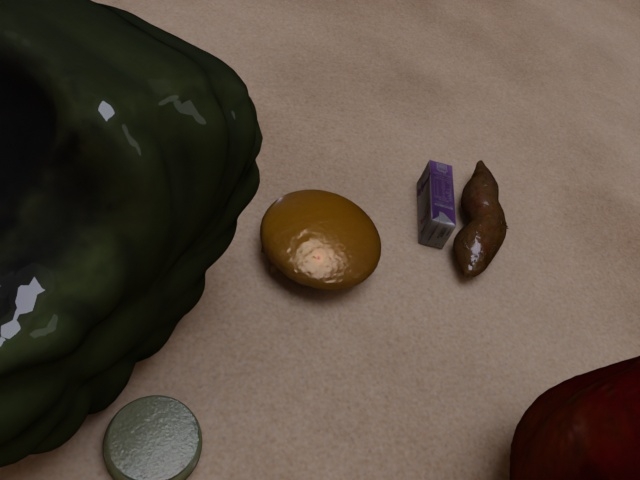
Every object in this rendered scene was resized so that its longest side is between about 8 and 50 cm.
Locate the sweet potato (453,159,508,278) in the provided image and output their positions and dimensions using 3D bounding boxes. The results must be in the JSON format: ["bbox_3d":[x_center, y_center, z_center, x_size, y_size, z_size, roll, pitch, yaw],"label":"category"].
[{"bbox_3d":[0.216,-0.032,0.850,0.065,0.051,0.218,20,48,0],"label":"sweet potato"}]

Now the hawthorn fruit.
[{"bbox_3d":[0.303,0.206,0.515,0.265,0.307,0.265,6,48,-7],"label":"hawthorn fruit"}]

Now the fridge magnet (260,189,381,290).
[{"bbox_3d":[0.000,0.000,0.736,0.143,0.063,0.143,9,48,-11],"label":"fridge magnet"}]

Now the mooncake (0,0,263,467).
[{"bbox_3d":[-0.191,-0.002,0.496,0.187,0.351,0.351,30,48,4],"label":"mooncake"}]

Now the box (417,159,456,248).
[{"bbox_3d":[0.152,-0.049,0.842,0.036,0.050,0.117,14,47,-7],"label":"box"}]

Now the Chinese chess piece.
[{"bbox_3d":[-0.145,0.177,0.555,0.084,0.034,0.084,9,51,-11],"label":"Chinese chess piece"}]
